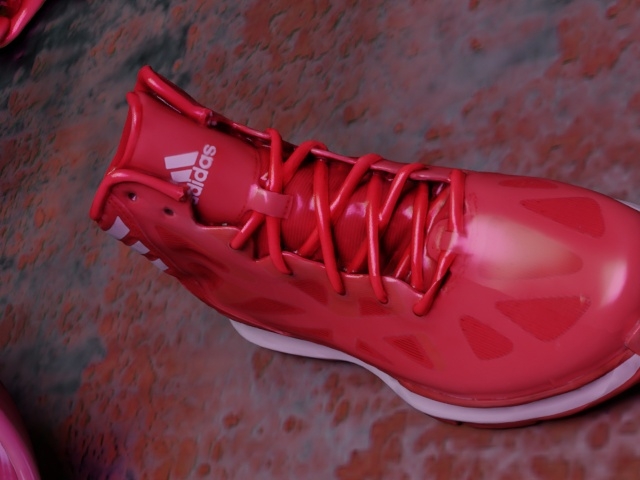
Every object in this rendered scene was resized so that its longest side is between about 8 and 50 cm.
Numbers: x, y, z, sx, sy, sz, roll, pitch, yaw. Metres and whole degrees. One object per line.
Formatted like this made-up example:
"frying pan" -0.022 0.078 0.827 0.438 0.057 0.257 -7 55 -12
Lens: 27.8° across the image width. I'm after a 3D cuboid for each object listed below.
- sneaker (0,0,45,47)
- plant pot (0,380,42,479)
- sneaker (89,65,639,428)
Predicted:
"sneaker" -0.230 -0.149 0.804 0.208 0.081 0.094 -31 50 31
"plant pot" -0.233 0.106 0.583 0.201 0.201 0.180 -59 23 3
"sneaker" 0.000 0.000 0.427 0.221 0.128 0.087 -2 66 47
